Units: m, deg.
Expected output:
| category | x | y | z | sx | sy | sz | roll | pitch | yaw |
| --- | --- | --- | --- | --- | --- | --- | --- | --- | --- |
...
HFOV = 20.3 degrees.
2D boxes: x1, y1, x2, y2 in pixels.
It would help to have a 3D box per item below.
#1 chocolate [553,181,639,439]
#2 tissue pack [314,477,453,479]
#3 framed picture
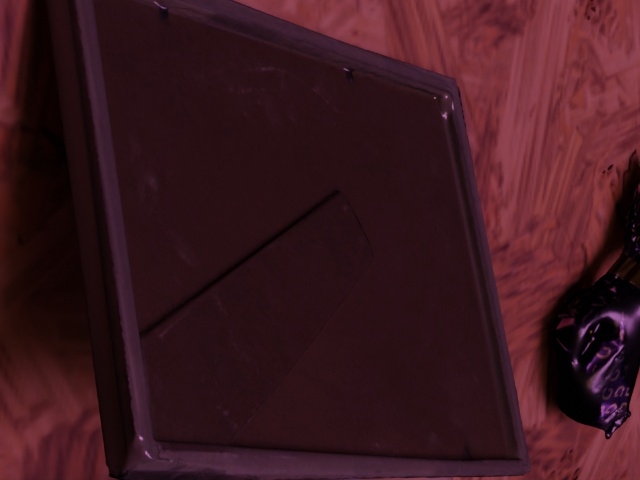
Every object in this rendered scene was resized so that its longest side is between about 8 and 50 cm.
| category | x | y | z | sx | sy | sz | roll | pitch | yaw |
| --- | --- | --- | --- | --- | --- | --- | --- | --- | --- |
| chocolate | 0.171 | 0.029 | 0.951 | 0.072 | 0.070 | 0.147 | 37 | 68 | -21 |
| tissue pack | -0.035 | 0.182 | 0.703 | 0.222 | 0.090 | 0.186 | -11 | 106 | -50 |
| framed picture | 0.000 | 0.000 | 0.688 | 0.260 | 0.023 | 0.189 | 10 | 66 | -53 |
